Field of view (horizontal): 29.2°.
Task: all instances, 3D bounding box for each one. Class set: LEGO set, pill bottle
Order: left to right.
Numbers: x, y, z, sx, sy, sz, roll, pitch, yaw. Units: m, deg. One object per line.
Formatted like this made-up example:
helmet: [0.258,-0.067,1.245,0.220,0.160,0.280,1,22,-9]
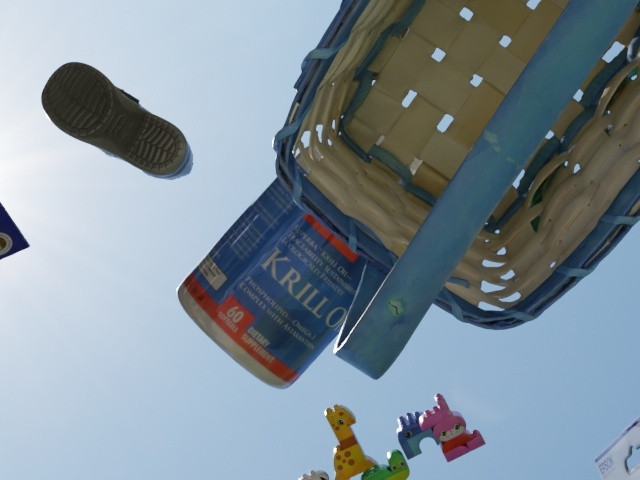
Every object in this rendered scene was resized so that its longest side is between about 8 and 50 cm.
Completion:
pill bottle: [0.000,0.000,0.979,0.221,0.124,0.124,-49,-136,3]
LEGO set: [0.056,0.224,1.371,0.227,0.093,0.087,-26,-170,1]

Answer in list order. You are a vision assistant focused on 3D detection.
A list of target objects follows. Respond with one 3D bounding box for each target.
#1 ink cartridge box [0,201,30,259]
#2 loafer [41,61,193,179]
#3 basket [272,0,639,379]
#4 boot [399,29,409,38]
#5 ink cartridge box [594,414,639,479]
ink cartridge box: [-0.521,0.045,1.352,0.370,0.176,0.069,-27,-135,-4]
loafer: [-0.262,-0.144,1.590,0.251,0.087,0.094,36,-94,25]
basket: [0.097,-0.077,0.653,0.255,0.201,0.289,-56,179,19]
boot: [0.084,-0.339,1.833,0.042,0.087,0.119,-48,-127,48]
ink cartridge box: [0.312,0.267,1.066,0.045,0.223,0.224,-6,-113,-6]
